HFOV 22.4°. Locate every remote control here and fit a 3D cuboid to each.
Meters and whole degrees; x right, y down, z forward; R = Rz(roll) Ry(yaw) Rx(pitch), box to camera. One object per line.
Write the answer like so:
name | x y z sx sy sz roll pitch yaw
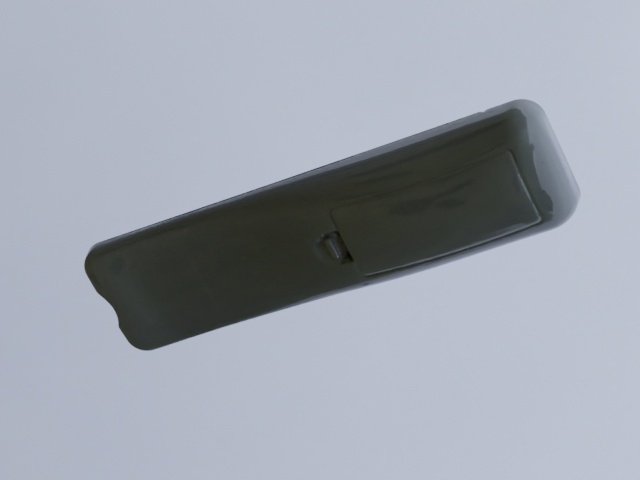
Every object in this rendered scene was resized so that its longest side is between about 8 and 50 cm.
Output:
remote control | 0.000 0.000 0.582 0.184 0.027 0.050 -18 -63 21
